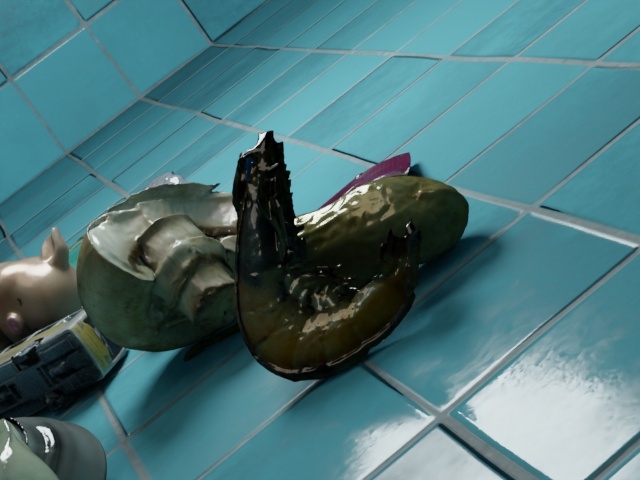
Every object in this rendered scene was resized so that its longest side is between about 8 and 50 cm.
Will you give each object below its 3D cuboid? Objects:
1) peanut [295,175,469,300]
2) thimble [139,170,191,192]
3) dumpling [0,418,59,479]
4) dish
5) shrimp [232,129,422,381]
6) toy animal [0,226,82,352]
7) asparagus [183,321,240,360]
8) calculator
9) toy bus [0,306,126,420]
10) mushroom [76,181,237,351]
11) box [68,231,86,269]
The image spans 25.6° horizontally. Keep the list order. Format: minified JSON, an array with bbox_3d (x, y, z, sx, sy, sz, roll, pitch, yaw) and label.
[{"bbox_3d":[0.042,0.009,1.579,0.274,0.125,0.111,-22,46,22],"label":"peanut"},{"bbox_3d":[-0.241,-0.026,2.193,0.118,0.127,0.151,-44,19,-28],"label":"thimble"},{"bbox_3d":[-0.339,0.303,1.434,0.179,0.131,0.252,-39,55,11],"label":"dumpling"},{"bbox_3d":[-0.374,0.277,1.579,0.260,0.085,0.260,-19,35,14],"label":"dish"},{"bbox_3d":[0.000,0.000,1.500,0.222,0.290,0.054,-20,-22,23],"label":"shrimp"},{"bbox_3d":[-0.460,0.103,2.140,0.250,0.166,0.154,-17,40,22],"label":"toy animal"},{"bbox_3d":[-0.111,0.112,1.760,0.163,0.016,0.016,-28,38,23],"label":"asparagus"},{"bbox_3d":[0.040,-0.053,1.857,0.190,0.034,0.126,-34,10,10],"label":"calculator"},{"bbox_3d":[-0.423,0.198,2.014,0.342,0.097,0.138,-27,12,31],"label":"toy bus"},{"bbox_3d":[-0.182,0.058,1.781,0.253,0.189,0.195,-23,52,-34],"label":"mushroom"},{"bbox_3d":[-0.425,0.039,2.523,0.162,0.041,0.229,-21,23,41],"label":"box"}]
